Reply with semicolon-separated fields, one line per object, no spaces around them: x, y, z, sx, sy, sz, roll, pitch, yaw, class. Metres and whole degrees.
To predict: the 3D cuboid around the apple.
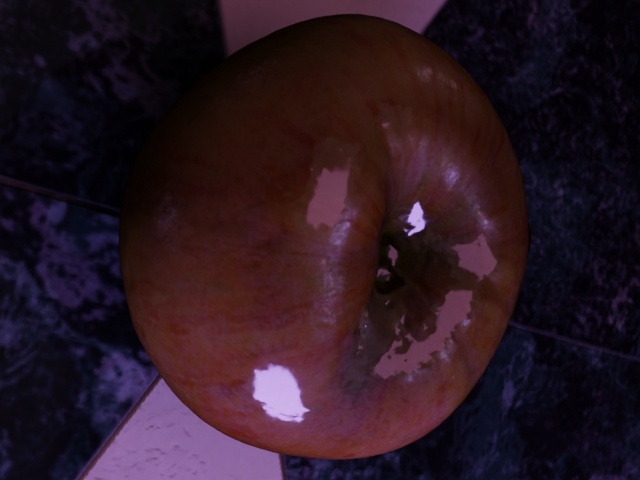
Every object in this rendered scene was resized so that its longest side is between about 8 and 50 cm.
0.000;0.000;0.696;0.261;0.194;0.260;-6;101;-33;apple
